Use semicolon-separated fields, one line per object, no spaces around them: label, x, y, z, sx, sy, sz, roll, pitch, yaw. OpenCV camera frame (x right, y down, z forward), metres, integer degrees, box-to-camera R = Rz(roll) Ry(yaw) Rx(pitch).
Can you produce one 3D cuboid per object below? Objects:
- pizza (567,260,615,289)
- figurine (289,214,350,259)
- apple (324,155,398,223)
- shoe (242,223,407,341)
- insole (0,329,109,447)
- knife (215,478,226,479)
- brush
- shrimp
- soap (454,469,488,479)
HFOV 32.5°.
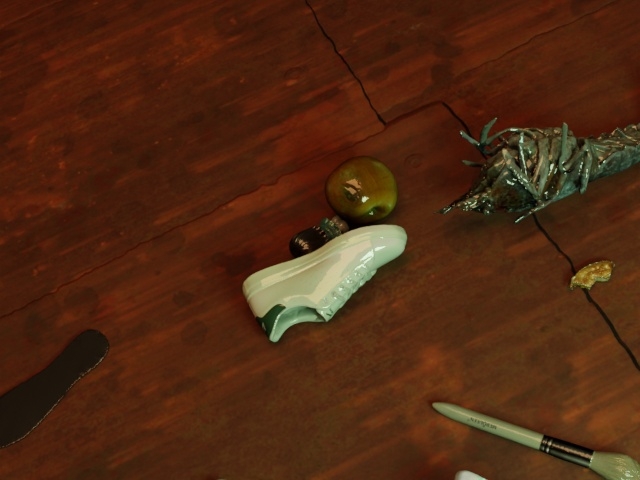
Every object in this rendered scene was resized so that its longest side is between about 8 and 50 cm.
pizza;0.402;0.053;1.626;0.083;0.016;0.037;-26;54;-10
figurine;0.000;0.000;1.729;0.106;0.047;0.060;-34;74;-21
apple;0.066;-0.079;1.725;0.114;0.099;0.102;-7;51;-45
shoe;0.018;0.069;1.656;0.265;0.095;0.110;-21;60;4
insole;-0.428;0.232;1.688;0.253;0.005;0.086;-42;59;-15
knife;-0.093;0.383;1.504;0.162;0.023;0.044;37;73;29
brush;0.291;0.270;1.497;0.299;0.039;0.042;17;58;25
shrimp;0.368;-0.135;1.683;0.410;0.166;0.221;-11;21;-12
soap;0.198;0.452;1.354;0.172;0.095;0.289;16;61;22
